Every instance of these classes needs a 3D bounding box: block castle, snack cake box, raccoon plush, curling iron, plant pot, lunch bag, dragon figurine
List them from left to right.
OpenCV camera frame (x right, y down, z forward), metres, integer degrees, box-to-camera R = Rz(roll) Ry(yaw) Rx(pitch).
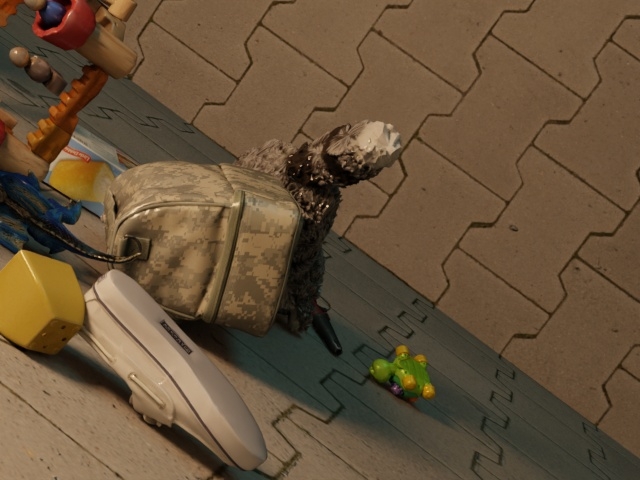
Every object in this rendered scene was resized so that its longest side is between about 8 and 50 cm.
[{"bbox_3d":[-0.511,-0.320,1.965,0.213,0.303,0.453,37,5,-45],"label":"block castle"},{"bbox_3d":[-0.378,-0.036,1.613,0.289,0.085,0.144,37,8,14],"label":"dragon figurine"},{"bbox_3d":[-0.299,0.073,1.338,0.081,0.081,0.083,25,23,-55],"label":"plant pot"},{"bbox_3d":[-0.340,-0.089,2.095,0.264,0.089,0.152,34,6,-19],"label":"snack cake box"},{"bbox_3d":[-0.186,-0.005,1.818,0.256,0.212,0.305,15,12,-13],"label":"lunch bag"},{"bbox_3d":[0.000,0.000,2.086,0.446,0.216,0.299,-7,-49,47],"label":"raccoon plush"},{"bbox_3d":[0.008,0.150,2.364,0.068,0.035,0.274,33,8,-19],"label":"curling iron"}]

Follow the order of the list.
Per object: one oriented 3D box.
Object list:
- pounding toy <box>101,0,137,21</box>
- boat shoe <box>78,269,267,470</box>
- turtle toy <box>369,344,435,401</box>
[{"bbox_3d":[-0.335,-0.422,1.896,0.206,0.094,0.181,41,5,17],"label":"pounding toy"},{"bbox_3d":[-0.169,0.156,1.368,0.267,0.088,0.096,47,11,0],"label":"boat shoe"},{"bbox_3d":[0.147,0.244,2.281,0.130,0.066,0.095,28,34,-33],"label":"turtle toy"}]
